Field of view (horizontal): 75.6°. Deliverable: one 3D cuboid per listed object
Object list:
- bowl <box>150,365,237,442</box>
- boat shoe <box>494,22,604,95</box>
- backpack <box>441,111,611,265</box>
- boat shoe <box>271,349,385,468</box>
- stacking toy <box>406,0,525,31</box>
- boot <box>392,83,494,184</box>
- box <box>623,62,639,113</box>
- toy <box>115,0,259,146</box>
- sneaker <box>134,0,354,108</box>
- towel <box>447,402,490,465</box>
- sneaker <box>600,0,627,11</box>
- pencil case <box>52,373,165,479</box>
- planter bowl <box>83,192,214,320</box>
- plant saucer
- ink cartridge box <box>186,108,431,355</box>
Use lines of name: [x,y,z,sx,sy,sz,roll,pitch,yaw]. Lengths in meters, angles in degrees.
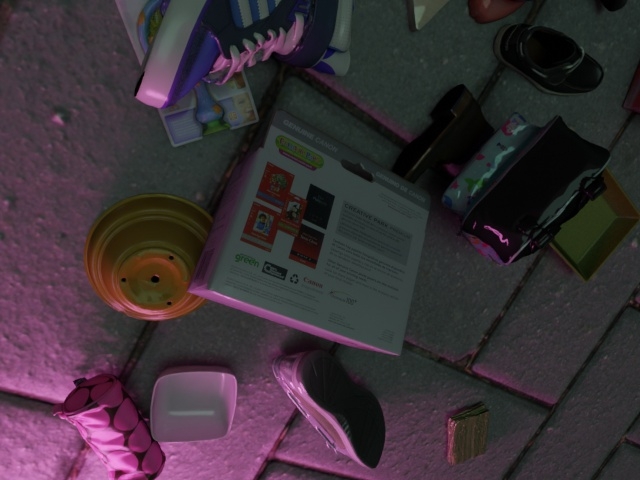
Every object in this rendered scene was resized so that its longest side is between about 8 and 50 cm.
bowl: [-0.223,0.279,0.728,0.141,0.053,0.142,5,107,-19]
boat shoe: [0.417,-0.312,0.722,0.232,0.079,0.084,12,102,-22]
backpack: [0.328,-0.072,0.693,0.225,0.191,0.253,-50,156,11]
boat shoe: [0.027,0.328,0.803,0.321,0.103,0.118,53,48,-28]
stacking toy: [0.236,-0.475,0.583,0.279,0.130,0.309,-27,113,-8]
boot: [0.211,-0.146,0.709,0.106,0.082,0.219,35,93,-21]
box: [0.728,-0.376,0.756,0.141,0.154,0.301,8,106,-20]
toy: [-0.181,-0.261,0.563,0.136,0.056,0.238,-21,112,-12]
sneaker: [-0.058,-0.257,0.524,0.236,0.130,0.323,29,72,-29]
towel: [0.350,0.461,0.981,0.109,0.027,0.148,-11,109,-15]
sneaker: [0.460,-0.465,0.701,0.089,0.051,0.170,-28,109,-7]
pencil case: [-0.342,0.323,0.685,0.098,0.095,0.210,-29,116,-26]
planter bowl: [-0.247,0.044,0.623,0.216,0.090,0.218,-5,108,-15]
plant saucer: [0.564,-0.034,0.876,0.188,0.045,0.188,37,93,-24]
ink cartridge box: [0.000,0.000,0.638,0.309,0.130,0.272,25,72,-24]
